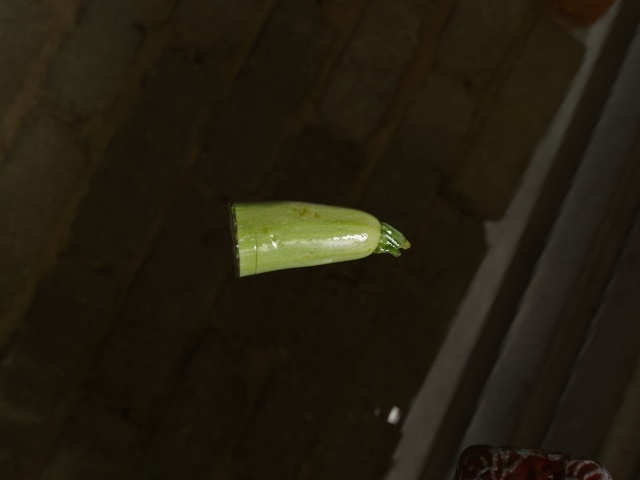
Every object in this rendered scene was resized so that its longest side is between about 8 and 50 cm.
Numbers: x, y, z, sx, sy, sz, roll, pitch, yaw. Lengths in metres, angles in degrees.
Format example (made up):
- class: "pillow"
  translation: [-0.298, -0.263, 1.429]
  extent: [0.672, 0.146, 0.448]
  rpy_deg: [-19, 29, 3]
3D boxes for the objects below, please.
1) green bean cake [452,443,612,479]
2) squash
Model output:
- class: "green bean cake"
  translation: [0.293, 0.381, 1.784]
  extent: [0.198, 0.232, 0.097]
  rpy_deg: [-64, 157, -48]
- class: "squash"
  translation: [0.000, 0.000, 1.538]
  extent: [0.094, 0.224, 0.094]
  rpy_deg: [180, -90, -83]
